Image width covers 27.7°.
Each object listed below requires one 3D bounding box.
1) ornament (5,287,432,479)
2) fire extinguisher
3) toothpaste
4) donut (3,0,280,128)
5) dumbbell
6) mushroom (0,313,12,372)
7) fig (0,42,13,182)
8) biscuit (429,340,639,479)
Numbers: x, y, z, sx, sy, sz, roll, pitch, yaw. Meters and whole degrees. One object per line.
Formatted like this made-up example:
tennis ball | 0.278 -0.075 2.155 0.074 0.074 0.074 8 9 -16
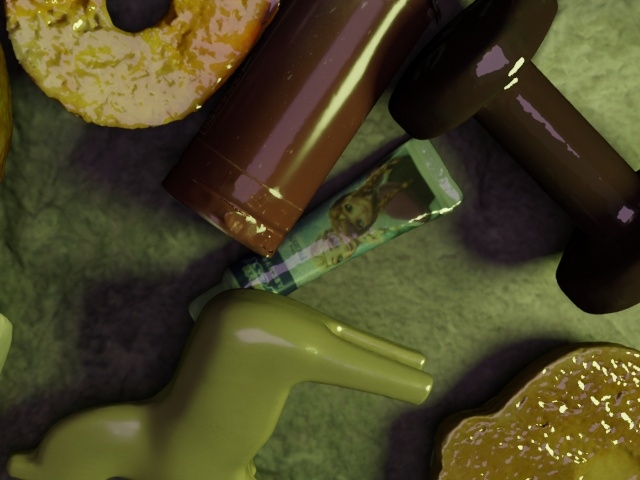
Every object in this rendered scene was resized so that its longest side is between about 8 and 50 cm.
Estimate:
ornament | -0.079 0.136 0.923 0.244 0.061 0.230 22 112 -15
fire extinguisher | 0.003 -0.123 0.884 0.104 0.105 0.269 34 92 -14
toothpaste | 0.000 0.000 0.940 0.216 0.037 0.062 -31 91 -7
donut | -0.120 -0.170 0.871 0.174 0.074 0.190 19 99 -14
dumbbell | 0.165 -0.065 0.907 0.225 0.124 0.140 45 51 -13
mushroom | -0.322 0.178 0.854 0.137 0.154 0.407 29 101 -20
fig | -0.242 -0.115 0.791 0.190 0.190 0.290 43 93 -14
biscuit | 0.190 0.171 0.995 0.208 0.049 0.181 -37 103 -3
